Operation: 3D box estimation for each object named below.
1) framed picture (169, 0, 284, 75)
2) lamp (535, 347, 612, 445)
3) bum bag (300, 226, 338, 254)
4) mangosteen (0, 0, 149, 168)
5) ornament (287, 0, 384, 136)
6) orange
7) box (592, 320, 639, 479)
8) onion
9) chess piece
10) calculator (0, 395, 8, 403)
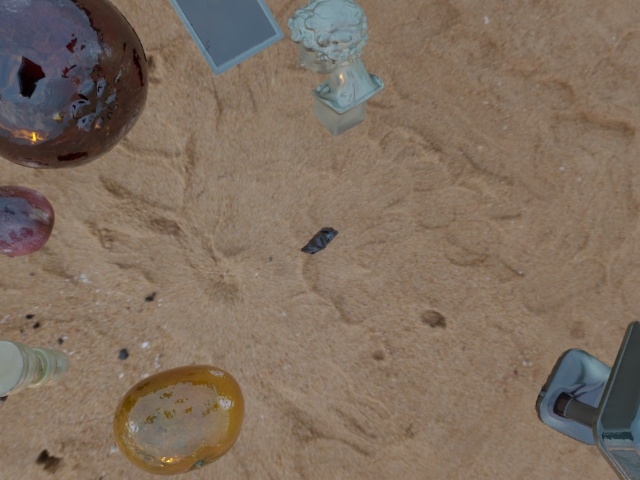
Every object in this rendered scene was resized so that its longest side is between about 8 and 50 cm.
[{"bbox_3d":[-0.255,-0.594,1.468,0.232,0.019,0.296,-37,105,-22],"label":"framed picture"},{"bbox_3d":[0.427,0.194,0.715,0.124,0.283,0.203,32,82,-26],"label":"lamp"},{"bbox_3d":[0.000,-0.001,1.502,0.124,0.058,0.034,-50,134,-43],"label":"bum bag"},{"bbox_3d":[-0.352,-0.219,0.718,0.261,0.235,0.235,36,81,23],"label":"mangosteen"},{"bbox_3d":[0.037,-0.297,1.008,0.130,0.285,0.120,-42,60,-8],"label":"ornament"},{"bbox_3d":[-0.251,0.331,1.062,0.240,0.240,0.171,-17,60,-10],"label":"orange"},{"bbox_3d":[0.243,0.122,0.413,0.091,0.031,0.126,53,52,-9],"label":"box"},{"bbox_3d":[-0.663,-0.051,1.228,0.159,0.195,0.159,-5,70,14],"label":"onion"},{"bbox_3d":[-0.523,0.228,1.046,0.094,0.170,0.094,-2,78,8],"label":"chess piece"},{"bbox_3d":[-0.741,0.308,1.140,0.268,0.177,0.040,-17,64,28],"label":"calculator"}]
